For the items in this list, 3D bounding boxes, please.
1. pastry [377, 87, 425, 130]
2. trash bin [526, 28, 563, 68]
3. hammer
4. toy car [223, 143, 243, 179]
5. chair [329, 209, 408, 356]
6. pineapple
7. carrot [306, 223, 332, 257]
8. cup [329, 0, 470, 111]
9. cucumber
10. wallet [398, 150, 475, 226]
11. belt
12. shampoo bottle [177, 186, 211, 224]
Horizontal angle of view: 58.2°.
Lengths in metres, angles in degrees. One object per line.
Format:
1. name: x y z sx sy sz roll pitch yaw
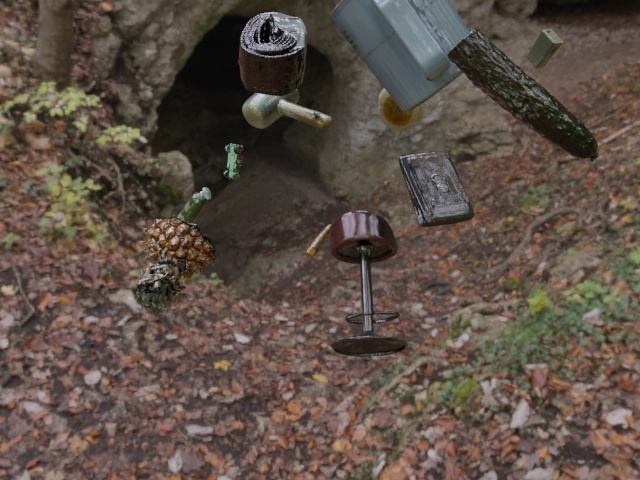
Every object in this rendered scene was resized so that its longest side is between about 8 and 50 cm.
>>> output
1. pastry: 0.253 -0.420 1.791 0.156 0.156 0.092 17 42 20
2. trash bin: 0.642 -0.551 1.653 0.043 0.092 0.061 -17 63 -27
3. hammer: -0.087 -0.409 1.817 0.305 0.113 0.202 28 62 32
4. toy car: -0.346 -0.315 2.303 0.073 0.143 0.054 14 14 43
5. chair: 0.139 0.129 1.733 0.226 0.226 0.401 1 67 -6
6. pineapple: -0.499 0.102 1.834 0.262 0.262 0.272 11 48 11
7. carrot: 0.000 0.000 2.168 0.042 0.042 0.171 19 49 23
8. cup: 0.227 -0.515 1.401 0.257 0.311 0.331 -41 9 -13
9. cucumber: 0.324 -0.214 0.893 0.293 0.067 0.067 38 32 -6
10. wallet: 0.330 -0.157 1.653 0.168 0.052 0.245 -9 63 -11
11. belt: -0.128 -0.529 1.574 0.184 0.164 0.289 2 43 -1
12. shampoo bottle: -0.453 -0.119 2.074 0.065 0.204 0.065 23 45 -25
